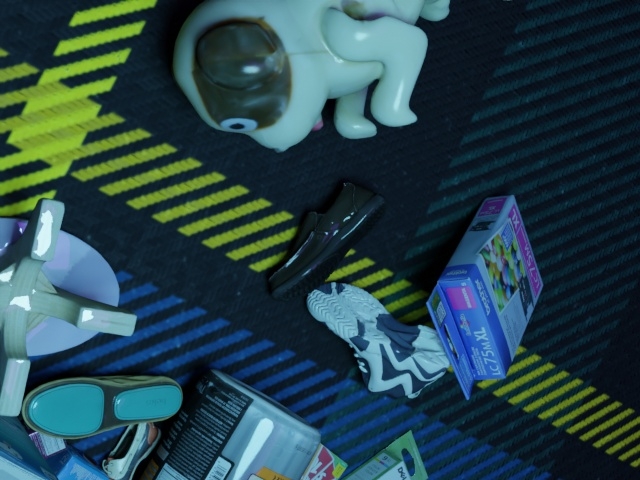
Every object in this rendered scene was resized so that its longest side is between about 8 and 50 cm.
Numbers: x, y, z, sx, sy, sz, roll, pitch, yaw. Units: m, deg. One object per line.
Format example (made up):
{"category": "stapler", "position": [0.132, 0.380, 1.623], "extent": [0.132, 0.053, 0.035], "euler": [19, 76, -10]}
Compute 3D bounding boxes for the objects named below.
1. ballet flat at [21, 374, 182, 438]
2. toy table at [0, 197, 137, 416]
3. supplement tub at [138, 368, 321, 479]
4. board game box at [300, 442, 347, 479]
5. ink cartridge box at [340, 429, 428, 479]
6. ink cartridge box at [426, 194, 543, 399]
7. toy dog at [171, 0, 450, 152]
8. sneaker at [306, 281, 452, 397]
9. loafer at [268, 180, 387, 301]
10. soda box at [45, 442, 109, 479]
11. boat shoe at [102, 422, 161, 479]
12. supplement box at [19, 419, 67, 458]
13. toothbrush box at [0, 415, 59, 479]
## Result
{"category": "ballet flat", "position": [-0.291, 0.213, 1.215], "extent": [0.232, 0.073, 0.080], "euler": [7, 92, -43]}
{"category": "toy table", "position": [-0.359, 0.066, 1.116], "extent": [0.274, 0.161, 0.252], "euler": [-1, 100, -29]}
{"category": "supplement tub", "position": [-0.153, 0.353, 1.269], "extent": [0.193, 0.193, 0.316], "euler": [34, 82, -30]}
{"category": "board game box", "position": [-0.079, 0.413, 1.417], "extent": [0.124, 0.039, 0.259], "euler": [44, 80, -28]}
{"category": "ink cartridge box", "position": [0.098, 0.414, 1.500], "extent": [0.209, 0.062, 0.109], "euler": [-31, 113, -22]}
{"category": "ink cartridge box", "position": [0.265, 0.081, 1.451], "extent": [0.311, 0.065, 0.186], "euler": [-49, 123, -48]}
{"category": "toy dog", "position": [-0.003, -0.295, 1.188], "extent": [0.408, 0.284, 0.395], "euler": [-47, 118, -12]}
{"category": "sneaker", "position": [0.071, 0.169, 1.424], "extent": [0.235, 0.094, 0.153], "euler": [22, 132, -3]}
{"category": "loafer", "position": [0.000, 0.000, 1.370], "extent": [0.220, 0.078, 0.080], "euler": [-44, 160, -7]}
{"category": "soda box", "position": [-0.373, 0.370, 1.215], "extent": [0.067, 0.071, 0.210], "euler": [43, 77, -29]}
{"category": "boat shoe", "position": [-0.274, 0.303, 1.272], "extent": [0.137, 0.049, 0.043], "euler": [-53, 131, -17]}
{"category": "supplement box", "position": [-0.378, 0.260, 1.201], "extent": [0.083, 0.055, 0.043], "euler": [-21, 109, -26]}
{"category": "toothbrush box", "position": [-0.433, 0.283, 1.035], "extent": [0.126, 0.295, 0.216], "euler": [44, 76, -30]}
